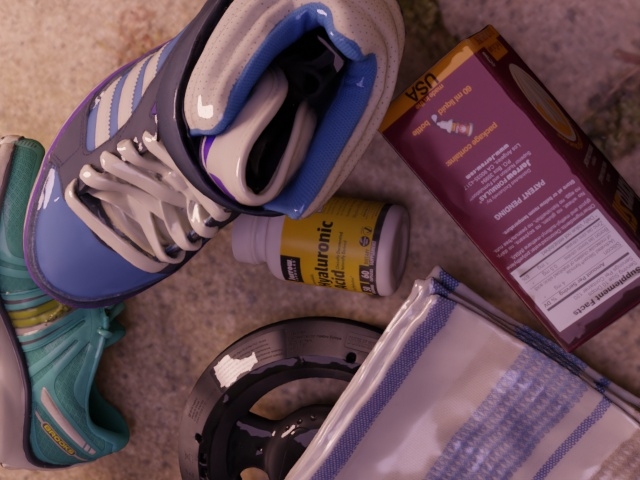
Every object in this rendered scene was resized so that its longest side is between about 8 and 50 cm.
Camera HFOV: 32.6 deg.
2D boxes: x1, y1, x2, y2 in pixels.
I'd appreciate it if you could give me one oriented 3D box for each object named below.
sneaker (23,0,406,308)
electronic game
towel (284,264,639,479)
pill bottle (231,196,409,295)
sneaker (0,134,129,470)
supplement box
[{"bbox_3d":[-0.082,-0.048,0.660,0.323,0.236,0.130,-43,106,12],"label":"sneaker"},{"bbox_3d":[0.004,0.166,0.827,0.229,0.048,0.229,3,107,9],"label":"electronic game"},{"bbox_3d":[0.136,0.172,0.765,0.285,0.034,0.209,33,109,-3],"label":"towel"},{"bbox_3d":[0.000,0.000,0.770,0.116,0.065,0.065,8,108,17],"label":"pill bottle"},{"bbox_3d":[-0.206,0.049,0.850,0.110,0.107,0.275,-4,110,-1],"label":"sneaker"},{"bbox_3d":[0.131,-0.037,0.694,0.081,0.104,0.188,-40,91,24],"label":"supplement box"}]
